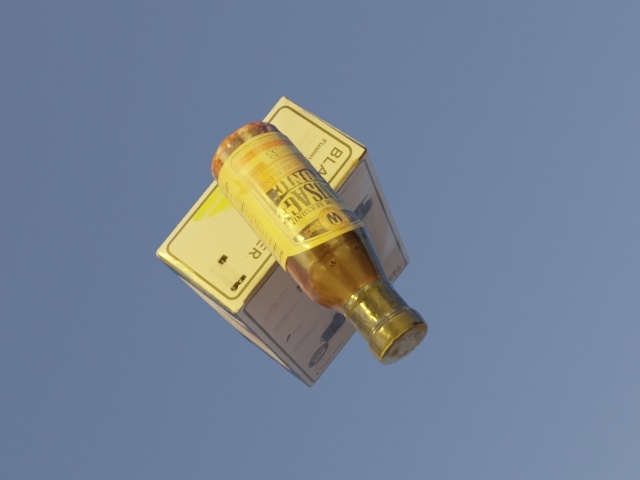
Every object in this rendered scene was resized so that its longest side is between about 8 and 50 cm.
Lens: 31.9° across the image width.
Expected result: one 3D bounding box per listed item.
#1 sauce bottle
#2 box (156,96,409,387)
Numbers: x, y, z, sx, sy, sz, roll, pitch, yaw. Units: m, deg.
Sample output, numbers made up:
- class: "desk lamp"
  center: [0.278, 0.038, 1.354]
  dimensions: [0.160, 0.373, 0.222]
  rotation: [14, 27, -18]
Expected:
- class: "sauce bottle"
  center: [0.000, 0.000, 0.498]
  dimensions: [0.042, 0.128, 0.042]
  rotation: [-32, -28, -19]
- class: "box"
  center: [-0.019, 0.014, 0.991]
  dimensions: [0.169, 0.087, 0.290]
  rotation: [-52, -20, -7]
